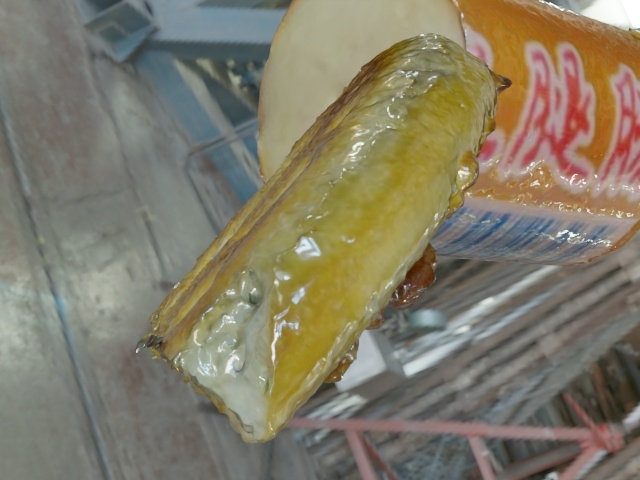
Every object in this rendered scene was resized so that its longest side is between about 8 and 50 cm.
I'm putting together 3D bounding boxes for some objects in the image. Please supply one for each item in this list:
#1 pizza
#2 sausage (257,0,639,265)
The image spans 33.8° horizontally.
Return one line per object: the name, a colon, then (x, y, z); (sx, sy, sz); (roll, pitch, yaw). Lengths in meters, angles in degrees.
pizza: (0.000, 0.000, 0.534); (0.086, 0.226, 0.335); (41, 33, -8)
sausage: (0.124, -0.095, 0.868); (0.287, 0.233, 0.233); (6, 55, -39)
